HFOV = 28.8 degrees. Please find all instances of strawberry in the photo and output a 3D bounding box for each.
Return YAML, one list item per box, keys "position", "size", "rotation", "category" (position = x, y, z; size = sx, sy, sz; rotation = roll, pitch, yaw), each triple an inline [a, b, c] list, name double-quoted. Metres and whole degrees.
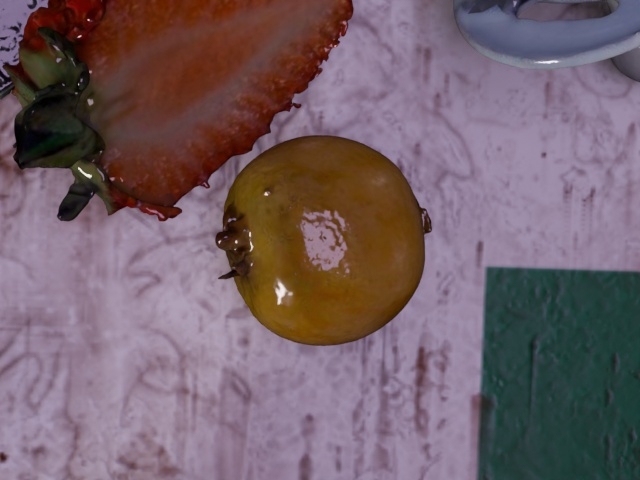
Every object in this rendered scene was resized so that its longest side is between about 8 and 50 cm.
- position: [-0.111, -0.130, 0.881]
  size: [0.286, 0.106, 0.188]
  rotation: [-34, 130, -26]
  category: "strawberry"

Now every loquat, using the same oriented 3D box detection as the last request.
- position: [0.000, 0.000, 0.887]
  size: [0.163, 0.137, 0.163]
  rotation: [-6, 107, -20]
  category: "loquat"

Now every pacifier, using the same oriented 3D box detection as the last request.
- position: [0.216, -0.202, 0.919]
  size: [0.226, 0.238, 0.287]
  rotation: [53, 52, -37]
  category: "pacifier"

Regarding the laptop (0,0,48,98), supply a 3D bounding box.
- position: [-0.198, -0.221, 0.901]
  size: [0.207, 0.026, 0.154]
  rotation: [-37, 98, -7]
  category: "laptop"
